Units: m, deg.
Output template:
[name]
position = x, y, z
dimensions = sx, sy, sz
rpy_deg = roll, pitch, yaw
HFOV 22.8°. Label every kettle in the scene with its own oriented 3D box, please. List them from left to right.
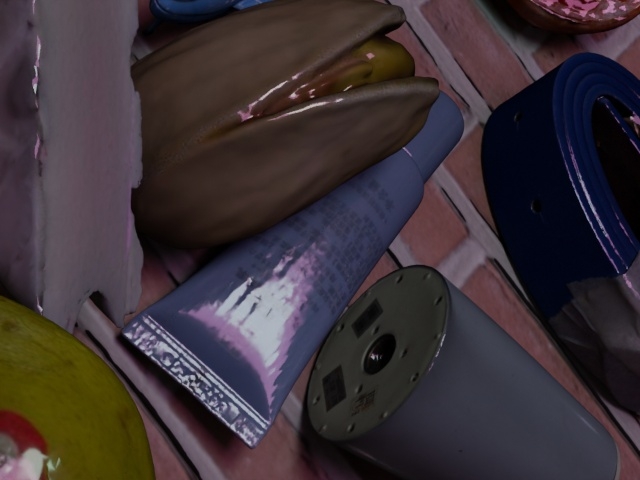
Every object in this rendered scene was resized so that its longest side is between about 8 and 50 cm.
[kettle]
position = 0.125, 0.134, 1.328
dimensions = 0.243, 0.160, 0.210
rpy_deg = 36, 23, -28

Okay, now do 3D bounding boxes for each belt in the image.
[belt]
position = 0.294, -0.006, 1.524
dimensions = 0.212, 0.117, 0.347
rpy_deg = -25, 85, -44

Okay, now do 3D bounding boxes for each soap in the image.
[soap]
position = -0.169, -0.124, 1.074
dimensions = 0.302, 0.258, 0.159
rpy_deg = 47, 15, 13

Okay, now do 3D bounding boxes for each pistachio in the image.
[pistachio]
position = -0.046, -0.101, 1.239
dimensions = 0.288, 0.197, 0.166
rpy_deg = -31, 91, -14

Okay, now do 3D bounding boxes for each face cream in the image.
[face cream]
position = 0.000, 0.000, 1.320
dimensions = 0.135, 0.086, 0.385
rpy_deg = 42, 53, 0

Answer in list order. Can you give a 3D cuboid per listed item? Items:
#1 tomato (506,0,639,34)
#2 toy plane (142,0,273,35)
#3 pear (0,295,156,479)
[tomato]
position = 0.248, -0.324, 1.646
dimensions = 0.237, 0.095, 0.237
rpy_deg = 3, 81, -23
[toy plane]
position = -0.060, -0.234, 1.370
dimensions = 0.271, 0.105, 0.254
rpy_deg = -33, 90, -42
[pear]
position = -0.263, 0.147, 0.926
dimensions = 0.375, 0.287, 0.287
rpy_deg = 31, 50, 2
